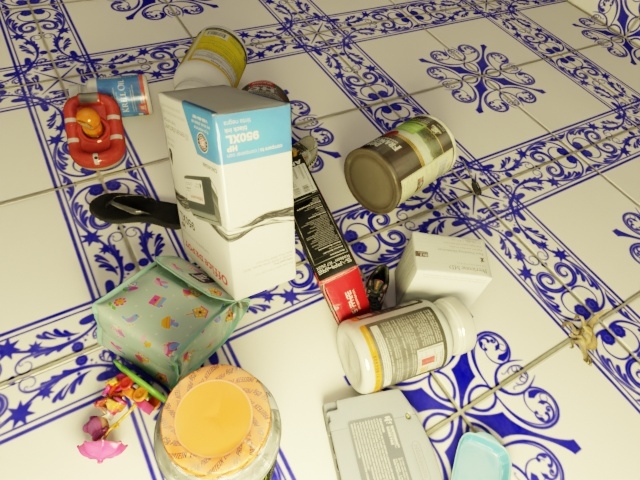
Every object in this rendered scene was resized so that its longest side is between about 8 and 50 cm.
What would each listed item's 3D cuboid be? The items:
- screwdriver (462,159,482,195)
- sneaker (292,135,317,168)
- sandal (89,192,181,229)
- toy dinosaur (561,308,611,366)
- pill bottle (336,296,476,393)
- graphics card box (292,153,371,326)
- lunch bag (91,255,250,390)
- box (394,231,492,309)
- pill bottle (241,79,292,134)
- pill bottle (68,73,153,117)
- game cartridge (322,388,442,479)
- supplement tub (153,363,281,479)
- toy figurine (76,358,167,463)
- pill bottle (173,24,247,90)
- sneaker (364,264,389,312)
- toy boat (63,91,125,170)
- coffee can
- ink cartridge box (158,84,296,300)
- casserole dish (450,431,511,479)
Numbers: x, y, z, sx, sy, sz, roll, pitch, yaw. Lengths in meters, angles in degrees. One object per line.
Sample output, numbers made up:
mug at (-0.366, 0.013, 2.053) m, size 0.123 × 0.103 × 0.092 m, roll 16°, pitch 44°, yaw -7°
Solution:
screwdriver at (0.491, -0.209, 1.461) m, size 0.025 × 0.024 × 0.169 m, roll -16°, pitch 49°, yaw 16°
sneaker at (-0.072, -0.250, 1.356) m, size 0.088 × 0.092 × 0.225 m, roll 26°, pitch 53°, yaw 10°
sandal at (-0.477, -0.090, 1.192) m, size 0.255 × 0.054 × 0.097 m, roll 6°, pitch 52°, yaw -5°
toy dinosaur at (0.671, 0.232, 1.147) m, size 0.093 × 0.053 × 0.183 m, roll 36°, pitch 62°, yaw -1°
pill bottle at (0.188, 0.221, 0.995) m, size 0.279 × 0.162 × 0.162 m, roll -12°, pitch 56°, yaw -17°
graphics card box at (0.000, 0.000, 1.068) m, size 0.094 × 0.232 × 0.370 m, roll -25°, pitch 52°, yaw -2°
lunch bag at (-0.307, 0.151, 0.976) m, size 0.224 × 0.160 × 0.262 m, roll 27°, pitch 40°, yaw 15°
box at (0.290, 0.085, 1.103) m, size 0.181 × 0.181 × 0.119 m, roll 6°, pitch 52°, yaw -5°
pill bottle at (-0.174, -0.374, 1.352) m, size 0.177 × 0.176 × 0.318 m, roll 3°, pitch 33°, yaw -7°
pill bottle at (-0.641, -0.440, 1.390) m, size 0.222 × 0.124 × 0.124 m, roll -12°, pitch 56°, yaw -16°
game cartridge at (0.130, 0.451, 0.881) m, size 0.198 × 0.062 × 0.297 m, roll -3°, pitch 53°, yaw -17°
supplement tub at (-0.165, 0.338, 0.752) m, size 0.194 × 0.316 × 0.193 m, roll 5°, pitch 52°, yaw -6°
toy figurine at (-0.396, 0.333, 0.862) m, size 0.173 × 0.130 × 0.159 m, roll 19°, pitch 59°, yaw 33°
pill bottle at (-0.362, -0.532, 1.464) m, size 0.188 × 0.188 × 0.333 m, roll 11°, pitch 52°, yaw -1°
sneaker at (0.129, 0.131, 1.108) m, size 0.072 × 0.077 × 0.178 m, roll 14°, pitch 53°, yaw 3°
toy boat at (-0.633, -0.314, 1.250) m, size 0.151 × 0.151 × 0.231 m, roll -10°, pitch 83°, yaw -15°
coffee can at (0.234, -0.226, 1.319) m, size 0.275 × 0.201 × 0.201 m, roll -34°, pitch 65°, yaw -30°
ink cartridge box at (-0.198, -0.112, 0.986) m, size 0.166 × 0.394 × 0.285 m, roll -20°, pitch 33°, yaw -32°
casserole dish at (0.314, 0.479, 0.898) m, size 0.114 × 0.037 × 0.188 m, roll 22°, pitch 52°, yaw 8°
